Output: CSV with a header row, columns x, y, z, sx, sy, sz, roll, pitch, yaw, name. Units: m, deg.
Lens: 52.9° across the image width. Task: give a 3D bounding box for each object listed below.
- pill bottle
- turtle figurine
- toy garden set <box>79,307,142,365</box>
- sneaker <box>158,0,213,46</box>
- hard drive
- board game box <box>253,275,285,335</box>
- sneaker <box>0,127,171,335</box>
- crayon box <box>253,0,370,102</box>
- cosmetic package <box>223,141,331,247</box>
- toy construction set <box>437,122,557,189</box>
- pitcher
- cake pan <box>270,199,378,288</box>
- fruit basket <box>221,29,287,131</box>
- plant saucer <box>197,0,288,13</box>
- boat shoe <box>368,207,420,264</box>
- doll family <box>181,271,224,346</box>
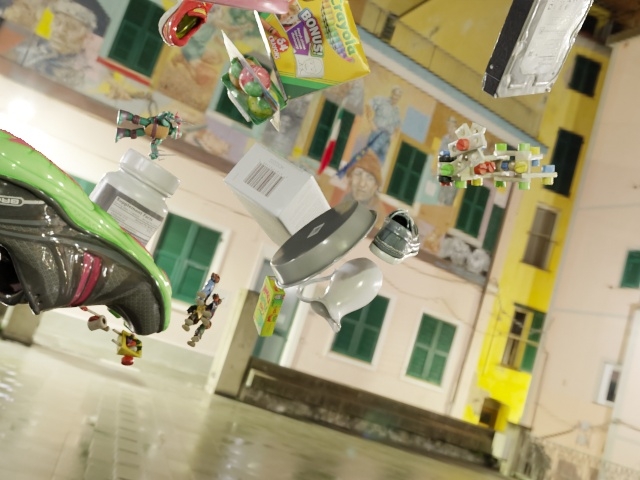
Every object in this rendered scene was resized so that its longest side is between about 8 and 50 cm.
x,y,z,sx,sy,sz,roll,pitch,yaw,name
-0.562,-0.064,1.810,0.204,0.361,0.204,32,-5,3,pill bottle
-0.532,-0.349,2.066,0.234,0.175,0.118,7,27,-18,turtle figurine
-0.437,0.130,1.363,0.049,0.203,0.244,-16,-38,9,toy garden set
-0.343,-0.664,1.830,0.107,0.279,0.118,27,14,-45,sneaker
0.534,-0.512,1.543,0.237,0.338,0.064,-13,45,-35,hard drive
-0.167,0.212,2.082,0.043,0.181,0.092,4,34,-25,board game box
-0.410,0.028,1.017,0.185,0.202,0.482,32,-16,38,sneaker
-0.034,-0.709,2.260,0.313,0.362,0.106,-20,9,-6,crayon box
-0.092,-0.087,1.992,0.230,0.161,0.453,34,-11,25,cosmetic package
0.427,-0.196,1.644,0.328,0.151,0.215,10,1,-40,toy construction set
0.053,0.127,1.763,0.178,0.207,0.125,36,-28,24,pitcher
0.000,0.000,1.510,0.054,0.293,0.293,54,-20,-14,cake pan
-0.253,-0.557,2.324,0.327,0.165,0.353,53,0,2,fruit basket
-0.231,-0.571,1.424,0.332,0.084,0.332,9,21,-4,plant saucer
0.206,-0.024,1.611,0.116,0.099,0.319,32,19,9,boat shoe
-0.280,0.162,1.561,0.076,0.193,0.111,35,28,0,doll family
